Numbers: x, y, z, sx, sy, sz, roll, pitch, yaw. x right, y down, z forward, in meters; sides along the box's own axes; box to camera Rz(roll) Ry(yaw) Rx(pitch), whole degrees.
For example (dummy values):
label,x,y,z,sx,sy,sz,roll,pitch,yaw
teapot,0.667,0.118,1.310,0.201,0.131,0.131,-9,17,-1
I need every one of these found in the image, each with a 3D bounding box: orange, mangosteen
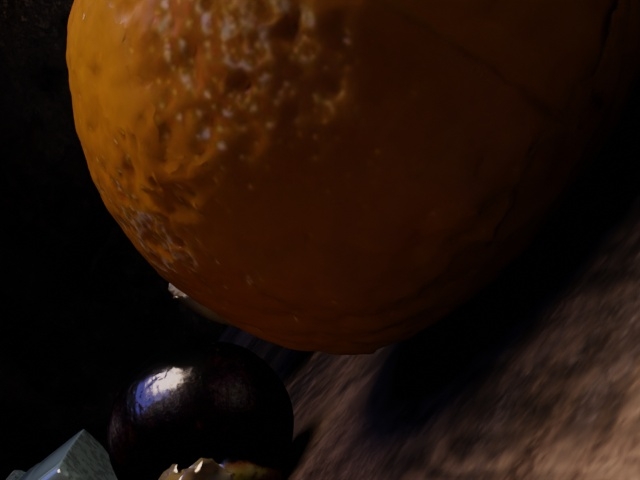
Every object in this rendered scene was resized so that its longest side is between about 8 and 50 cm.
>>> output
label,x,y,z,sx,sy,sz,roll,pitch,yaw
orange,0.012,-0.115,0.673,0.341,0.293,0.340,-54,4,6
mangosteen,-0.081,0.145,0.831,0.137,0.137,0.151,-50,39,38

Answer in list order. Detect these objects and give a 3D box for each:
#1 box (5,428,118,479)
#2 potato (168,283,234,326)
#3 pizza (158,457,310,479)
label,x,y,z,sx,sy,sz,roll,pitch,yaw
box,-0.268,0.305,1.300,0.130,0.162,0.227,-42,4,-1
potato,0.000,0.000,1.194,0.299,0.116,0.239,-41,12,-13
pizza,-0.052,0.172,0.326,0.223,0.089,0.323,-59,7,-14
